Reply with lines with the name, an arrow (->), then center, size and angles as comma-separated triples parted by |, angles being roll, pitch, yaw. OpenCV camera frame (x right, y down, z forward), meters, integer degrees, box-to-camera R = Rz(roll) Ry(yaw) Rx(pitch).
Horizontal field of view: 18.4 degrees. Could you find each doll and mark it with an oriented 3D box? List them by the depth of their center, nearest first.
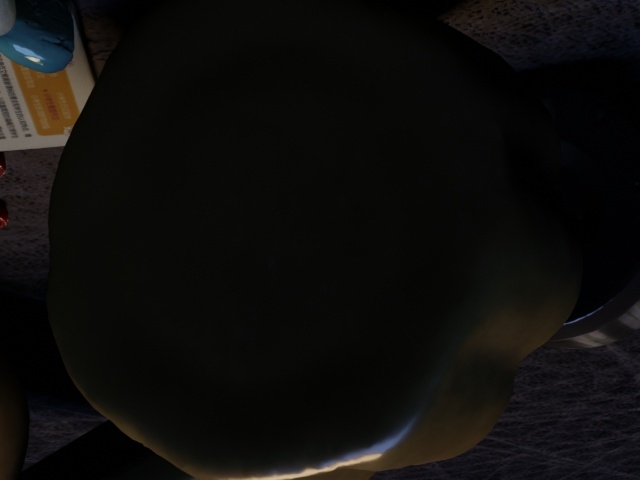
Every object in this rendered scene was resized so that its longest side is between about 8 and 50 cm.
doll -> -0.271, -0.150, 1.371 | 0.159, 0.059, 0.158 | -19, 141, 19

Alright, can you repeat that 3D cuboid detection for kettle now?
kettle -> 0.197, 0.008, 1.668 | 0.251, 0.207, 0.271 | -20, 160, 17

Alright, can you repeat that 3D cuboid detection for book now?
book -> -0.320, -0.114, 1.513 | 0.296, 0.020, 0.208 | -5, 156, 0

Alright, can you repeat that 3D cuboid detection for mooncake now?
mooncake -> 0.000, 0.000, 1.416 | 0.378, 0.378, 0.201 | -15, 164, 23

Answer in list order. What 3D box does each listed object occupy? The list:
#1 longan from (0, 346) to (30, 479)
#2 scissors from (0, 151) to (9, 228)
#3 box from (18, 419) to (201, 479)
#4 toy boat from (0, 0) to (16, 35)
longan -> -0.435, 0.186, 1.847 | 0.319, 0.318, 0.319 | -4, 156, -2
scissors -> -0.389, -0.043, 1.667 | 0.248, 0.017, 0.144 | 0, 155, -7
box -> -0.203, 0.263, 1.996 | 0.367, 0.090, 0.373 | -29, -170, -38
toy boat -> -0.314, -0.170, 1.158 | 0.215, 0.123, 0.330 | -38, 138, 0
